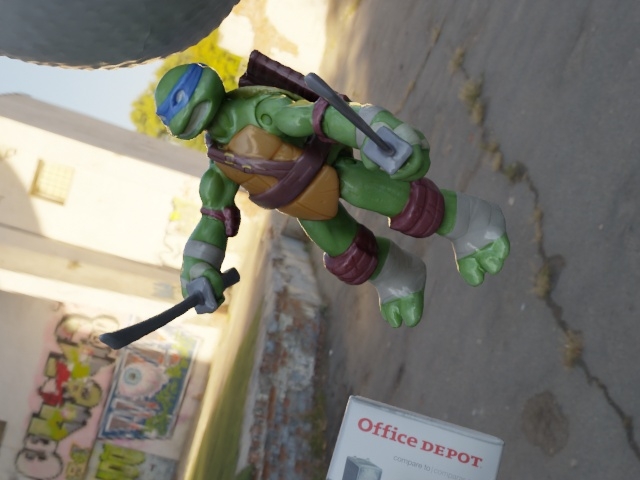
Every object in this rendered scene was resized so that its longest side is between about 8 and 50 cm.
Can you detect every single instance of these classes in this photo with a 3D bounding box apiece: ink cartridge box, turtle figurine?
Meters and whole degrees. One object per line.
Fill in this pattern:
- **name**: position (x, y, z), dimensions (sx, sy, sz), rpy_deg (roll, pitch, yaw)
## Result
- **ink cartridge box**: position (0.075, 0.277, 0.698), dimensions (0.092, 0.159, 0.218), rpy_deg (76, -150, -72)
- **turtle figurine**: position (0.000, 0.000, 0.497), dimensions (0.198, 0.266, 0.274), rpy_deg (-58, 30, 11)

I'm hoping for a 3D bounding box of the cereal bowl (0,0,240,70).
- **cereal bowl**: position (-0.219, -0.256, 0.564), dimensions (0.141, 0.339, 0.339), rpy_deg (-52, 21, 45)
